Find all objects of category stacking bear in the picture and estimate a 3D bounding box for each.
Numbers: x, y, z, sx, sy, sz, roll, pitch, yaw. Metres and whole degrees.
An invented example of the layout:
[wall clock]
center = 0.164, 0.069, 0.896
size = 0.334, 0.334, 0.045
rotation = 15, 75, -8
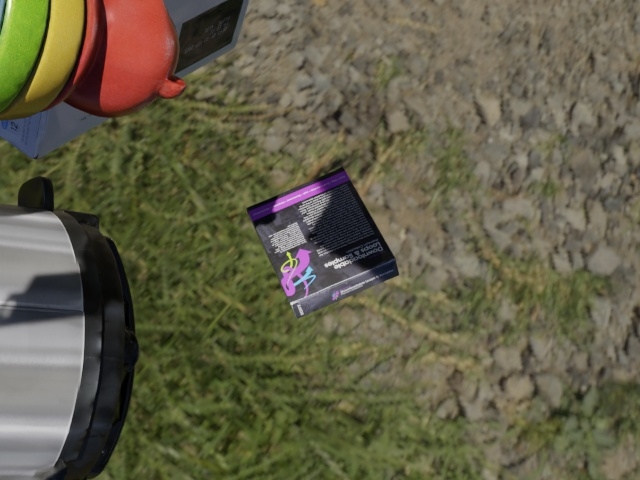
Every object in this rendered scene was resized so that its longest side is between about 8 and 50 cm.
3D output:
[stacking bear]
center = -0.225, -0.160, 0.882
size = 0.175, 0.289, 0.164
rotation = 32, 107, 42

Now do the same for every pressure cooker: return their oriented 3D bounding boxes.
[pressure cooker]
center = -0.421, 0.136, 1.511
size = 0.420, 0.375, 0.370
rotation = 6, 122, -32

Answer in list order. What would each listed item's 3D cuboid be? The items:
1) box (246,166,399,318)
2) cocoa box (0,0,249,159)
[box]
center = 0.000, 0.000, 1.296
size = 0.116, 0.162, 0.029
rotation = -23, 133, -4
[cocoa box]
center = -0.244, -0.285, 1.273
size = 0.228, 0.347, 0.231
rotation = 33, 130, 15
